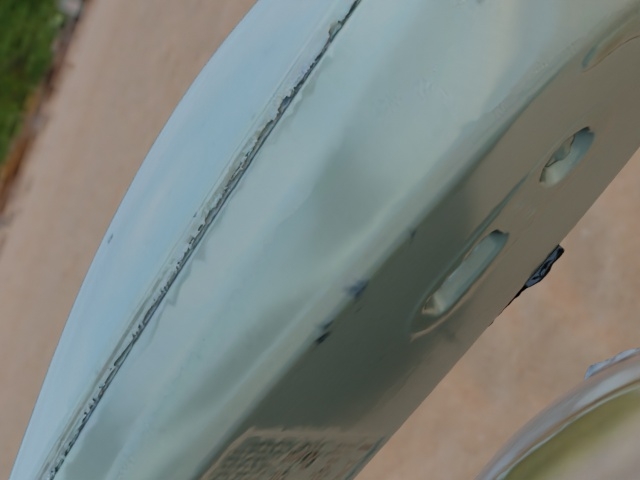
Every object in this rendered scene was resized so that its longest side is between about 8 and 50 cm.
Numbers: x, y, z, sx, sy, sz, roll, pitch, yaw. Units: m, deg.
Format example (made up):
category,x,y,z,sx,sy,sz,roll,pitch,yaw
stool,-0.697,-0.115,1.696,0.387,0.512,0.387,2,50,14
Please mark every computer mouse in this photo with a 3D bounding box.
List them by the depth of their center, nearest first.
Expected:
category,x,y,z,sx,sy,sz,roll,pitch,yaw
computer mouse,-0.004,-0.005,0.524,0.288,0.097,0.159,-49,-17,9

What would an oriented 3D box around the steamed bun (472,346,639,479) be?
category,x,y,z,sx,sy,sz,roll,pitch,yaw
steamed bun,0.147,0.199,0.541,0.309,0.309,0.309,-160,90,-81
